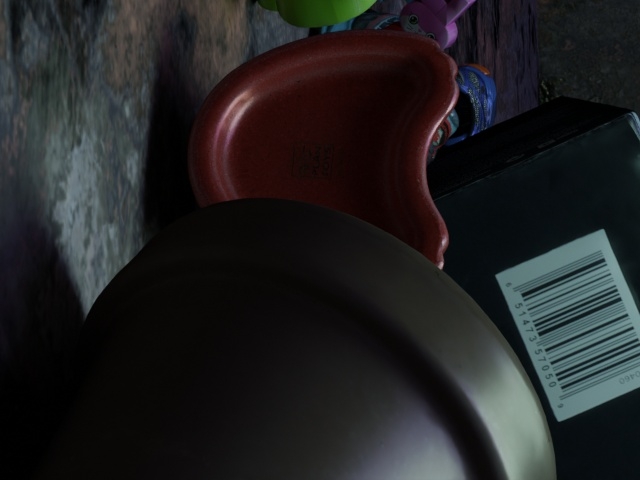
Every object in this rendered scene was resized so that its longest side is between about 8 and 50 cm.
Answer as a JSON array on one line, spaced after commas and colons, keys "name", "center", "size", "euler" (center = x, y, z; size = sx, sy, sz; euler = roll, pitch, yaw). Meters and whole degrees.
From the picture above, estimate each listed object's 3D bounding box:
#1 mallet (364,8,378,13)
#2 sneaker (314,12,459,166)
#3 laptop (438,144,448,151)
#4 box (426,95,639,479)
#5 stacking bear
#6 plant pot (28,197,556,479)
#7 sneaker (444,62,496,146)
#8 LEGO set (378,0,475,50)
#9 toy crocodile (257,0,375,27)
[{"name": "mallet", "center": [0.026, -0.254, 1.726], "size": [0.062, 0.039, 0.190], "euler": [-52, 136, -69]}, {"name": "sneaker", "center": [0.049, -0.091, 1.595], "size": [0.104, 0.125, 0.262], "euler": [71, 22, -55]}, {"name": "laptop", "center": [0.166, -0.058, 2.112], "size": [0.136, 0.264, 0.234], "euler": [-52, -163, 42]}, {"name": "box", "center": [0.213, 0.046, 1.766], "size": [0.395, 0.212, 0.294], "euler": [-109, 175, -83]}, {"name": "stacking bear", "center": [0.000, 0.000, 1.299], "size": [0.289, 0.164, 0.175], "euler": [88, 7, -68]}, {"name": "plant pot", "center": [-0.046, 0.147, 0.947], "size": [0.229, 0.263, 0.263], "euler": [-48, 139, -46]}, {"name": "sneaker", "center": [0.162, -0.099, 2.281], "size": [0.087, 0.083, 0.221], "euler": [-3, 87, -65]}, {"name": "LEGO set", "center": [0.033, -0.218, 1.277], "size": [0.227, 0.093, 0.087], "euler": [48, 27, 3]}, {"name": "toy crocodile", "center": [0.012, -0.257, 1.481], "size": [0.340, 0.105, 0.115], "euler": [-68, 154, -62]}]
